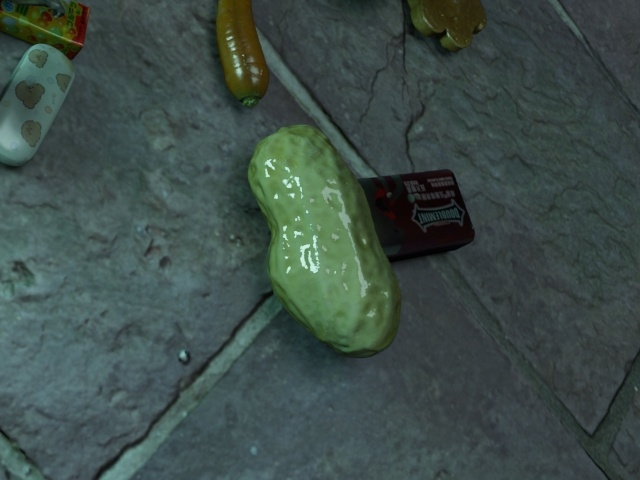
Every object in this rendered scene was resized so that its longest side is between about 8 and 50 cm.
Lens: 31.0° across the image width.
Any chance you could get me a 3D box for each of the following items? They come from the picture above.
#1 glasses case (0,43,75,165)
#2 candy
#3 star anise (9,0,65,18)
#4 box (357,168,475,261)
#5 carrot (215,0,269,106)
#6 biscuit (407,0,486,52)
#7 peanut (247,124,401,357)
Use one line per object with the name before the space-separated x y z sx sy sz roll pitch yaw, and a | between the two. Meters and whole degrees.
glasses case | -0.328 -0.154 1.301 0.063 0.041 0.164 34 51 -22
candy | -0.333 -0.265 1.352 0.122 0.038 0.062 21 57 -30
star anise | -0.392 -0.318 1.282 0.208 0.063 0.171 -6 65 -15
box | 0.107 -0.032 1.586 0.224 0.069 0.120 -7 74 -43
carrot | -0.110 -0.299 1.544 0.066 0.062 0.271 -7 67 -7
biscuit | 0.199 -0.429 1.868 0.202 0.044 0.288 21 59 -30
peanut | 0.000 0.000 1.433 0.152 0.152 0.313 -9 76 -42
